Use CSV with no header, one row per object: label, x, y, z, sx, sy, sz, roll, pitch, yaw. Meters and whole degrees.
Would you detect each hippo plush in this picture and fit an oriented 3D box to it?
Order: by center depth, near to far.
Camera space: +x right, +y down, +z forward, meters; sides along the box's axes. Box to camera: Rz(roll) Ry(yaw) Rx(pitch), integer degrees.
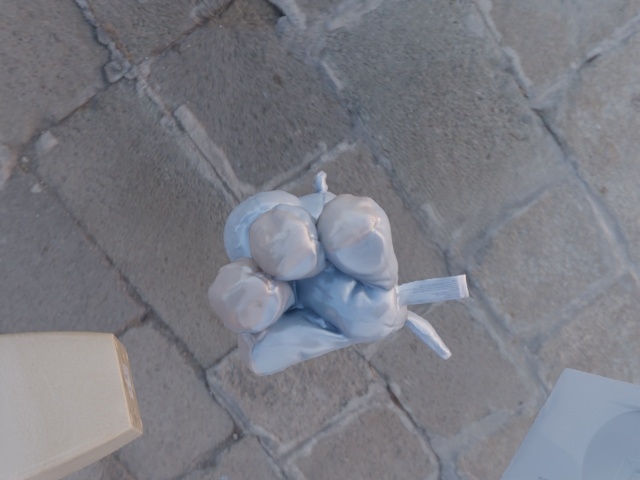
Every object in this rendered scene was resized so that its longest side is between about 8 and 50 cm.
hippo plush,0.000,0.000,0.894,0.294,0.236,0.234,-5,129,-15

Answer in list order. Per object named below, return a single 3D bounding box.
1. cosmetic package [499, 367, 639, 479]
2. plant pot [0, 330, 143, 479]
cosmetic package,0.299,0.270,0.703,0.224,0.224,0.138,-50,118,-21
plant pot,-0.194,0.124,0.570,0.096,0.109,0.109,-13,74,-10
